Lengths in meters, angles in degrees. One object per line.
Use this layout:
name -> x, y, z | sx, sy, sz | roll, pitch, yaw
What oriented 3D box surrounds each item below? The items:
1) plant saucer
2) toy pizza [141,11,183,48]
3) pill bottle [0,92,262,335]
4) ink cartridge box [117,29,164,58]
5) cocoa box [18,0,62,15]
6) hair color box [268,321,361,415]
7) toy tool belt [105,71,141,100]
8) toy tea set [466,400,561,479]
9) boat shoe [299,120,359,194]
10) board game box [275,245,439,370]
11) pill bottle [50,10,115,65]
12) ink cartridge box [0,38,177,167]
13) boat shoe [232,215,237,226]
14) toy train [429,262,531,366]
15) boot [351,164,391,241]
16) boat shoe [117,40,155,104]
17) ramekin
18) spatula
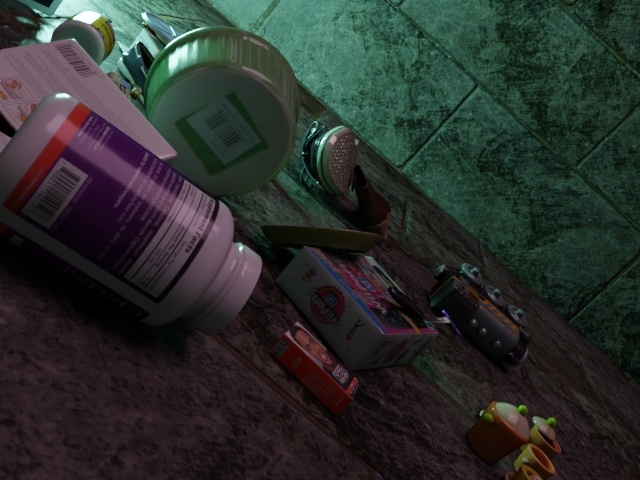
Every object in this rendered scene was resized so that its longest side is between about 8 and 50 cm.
plant saucer -> 0.000, 0.000, 1.453 | 0.241, 0.037, 0.241 | 4, -3, 0
toy pizza -> -0.371, -0.500, 1.849 | 0.201, 0.032, 0.201 | 39, 13, -11
pill bottle -> -0.235, -0.018, 0.893 | 0.323, 0.181, 0.181 | 36, 17, -21
ink cartridge box -> -0.399, -0.451, 1.836 | 0.198, 0.067, 0.115 | 22, 25, -50
cocoa box -> -0.660, -0.655, 1.454 | 0.228, 0.231, 0.347 | 49, 17, 25
hair color box -> -0.007, 0.195, 1.126 | 0.141, 0.043, 0.072 | 42, 17, 3
toy tool belt -> -0.405, -0.297, 1.475 | 0.083, 0.052, 0.051 | 28, 52, -31
toy tea set -> 0.413, 0.389, 1.460 | 0.200, 0.124, 0.336 | 46, 17, 14
boat shoe -> 0.016, -0.231, 2.038 | 0.156, 0.186, 0.500 | 10, 9, 5
board game box -> 0.080, 0.130, 1.408 | 0.224, 0.097, 0.303 | 48, 17, 23
pill bottle -> -0.472, -0.405, 1.480 | 0.103, 0.103, 0.184 | 36, 17, -19
ink cartridge box -> -0.410, -0.181, 1.119 | 0.296, 0.066, 0.261 | 47, 42, 17
boat shoe -> -0.193, -0.045, 1.306 | 0.038, 0.046, 0.125 | 49, 14, 21
toy train -> 0.437, 0.205, 2.004 | 0.334, 0.142, 0.190 | 42, 28, -6
boot -> 0.142, -0.136, 2.118 | 0.248, 0.090, 0.206 | -97, 167, -56
boat shoe -> -0.362, -0.349, 1.635 | 0.095, 0.079, 0.254 | 19, 28, -55
ramekin -> -0.184, -0.230, 1.375 | 0.303, 0.303, 0.148 | 34, 25, -26
spatula -> 0.220, 0.152, 1.457 | 0.296, 0.030, 0.084 | 30, 22, -42
